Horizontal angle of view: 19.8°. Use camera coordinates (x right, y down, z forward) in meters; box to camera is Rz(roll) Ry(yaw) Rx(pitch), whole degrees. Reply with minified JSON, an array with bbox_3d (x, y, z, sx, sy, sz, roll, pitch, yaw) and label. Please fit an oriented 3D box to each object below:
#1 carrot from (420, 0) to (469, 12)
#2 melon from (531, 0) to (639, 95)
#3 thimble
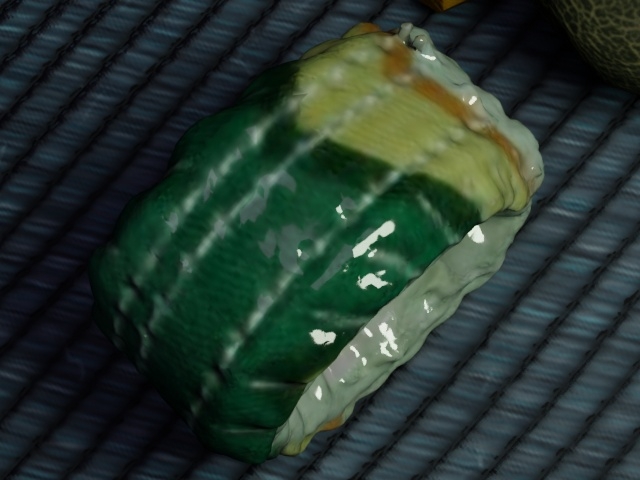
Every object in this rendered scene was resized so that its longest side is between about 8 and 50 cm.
[{"bbox_3d":[0.189,-0.279,1.331,0.314,0.066,0.066,-42,75,-9],"label":"carrot"},{"bbox_3d":[0.277,-0.230,1.208,0.302,0.237,0.237,-38,74,4],"label":"melon"},{"bbox_3d":[0.000,0.000,1.172,0.288,0.254,0.167,-45,76,-3],"label":"thimble"}]
